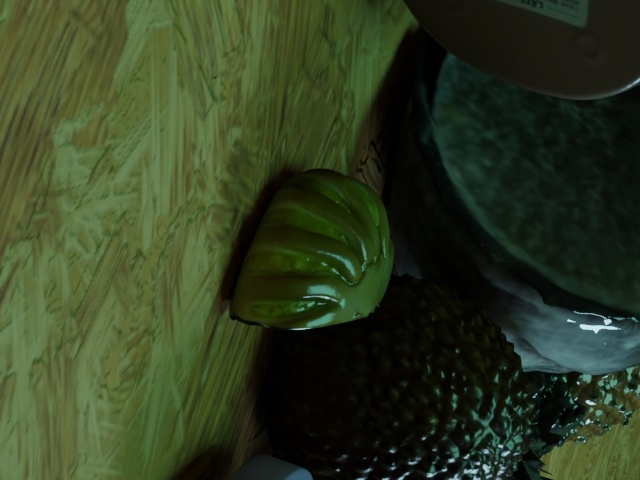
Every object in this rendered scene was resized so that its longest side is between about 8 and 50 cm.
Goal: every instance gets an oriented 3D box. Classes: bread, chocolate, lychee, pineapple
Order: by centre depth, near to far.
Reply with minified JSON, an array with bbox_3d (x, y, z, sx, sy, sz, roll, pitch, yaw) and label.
[{"bbox_3d":[0.000,0.000,1.298,0.157,0.083,0.094,-19,111,-68],"label":"bread"},{"bbox_3d":[0.055,0.116,1.389,0.194,0.194,0.194,16,90,-73],"label":"lychee"},{"bbox_3d":[0.175,-0.015,1.543,0.303,0.303,0.213,-59,180,-39],"label":"chocolate"},{"bbox_3d":[0.212,0.183,2.021,0.364,0.165,0.166,-36,139,-51],"label":"pineapple"}]

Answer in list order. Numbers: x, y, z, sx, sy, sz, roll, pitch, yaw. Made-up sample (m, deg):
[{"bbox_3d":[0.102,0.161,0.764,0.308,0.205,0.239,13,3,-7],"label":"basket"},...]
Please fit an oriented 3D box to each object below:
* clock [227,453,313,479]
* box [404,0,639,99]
[{"bbox_3d":[-0.071,0.223,1.277,0.172,0.064,0.198,70,39,-62],"label":"clock"},{"bbox_3d":[0.184,-0.252,1.324,0.216,0.301,0.301,-48,149,-41],"label":"box"}]
